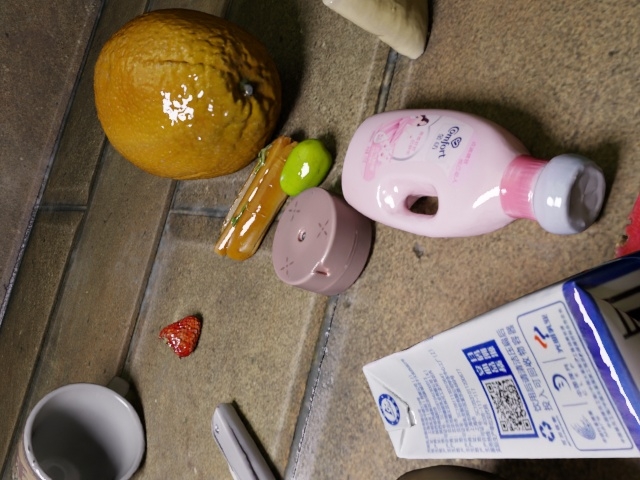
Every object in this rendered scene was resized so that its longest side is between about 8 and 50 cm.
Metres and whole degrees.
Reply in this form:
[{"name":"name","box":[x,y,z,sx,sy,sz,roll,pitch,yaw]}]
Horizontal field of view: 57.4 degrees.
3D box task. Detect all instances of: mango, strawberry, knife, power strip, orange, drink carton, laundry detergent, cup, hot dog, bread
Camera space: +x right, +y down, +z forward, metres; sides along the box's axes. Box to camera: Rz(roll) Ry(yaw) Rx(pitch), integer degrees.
[{"name":"mango","box":[-0.027,-0.118,0.962,0.108,0.056,0.073,-47,70,26]},{"name":"strawberry","box":[-0.264,0.183,1.129,0.083,0.073,0.073,-42,30,-23]},{"name":"knife","box":[-0.108,0.349,0.872,0.265,0.040,0.073,44,120,50]},{"name":"power strip","box":[0.000,0.000,0.862,0.154,0.078,0.154,-28,53,45]},{"name":"orange","box":[-0.240,-0.264,1.080,0.357,0.322,0.322,9,82,47]},{"name":"drink carton","box":[0.161,0.102,0.472,0.107,0.130,0.315,70,156,13]},{"name":"laundry detergent","box":[0.159,-0.076,0.693,0.335,0.088,0.159,22,96,52]},{"name":"cup","box":[-0.506,0.425,1.215,0.257,0.227,0.301,-46,14,34]},{"name":"hot dog","box":[-0.112,-0.075,1.043,0.249,0.068,0.100,-59,38,13]},{"name":"bread","box":[0.083,-0.354,0.838,0.060,0.178,0.139,-24,58,45]}]

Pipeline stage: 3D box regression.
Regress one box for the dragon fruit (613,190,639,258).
[{"name":"dragon fruit","box":[0.312,0.019,0.424,0.211,0.134,0.262,-153,48,-66]}]

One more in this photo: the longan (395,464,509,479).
[{"name":"longan","box":[0.101,0.331,0.458,0.300,0.243,0.300,-29,39,27]}]
